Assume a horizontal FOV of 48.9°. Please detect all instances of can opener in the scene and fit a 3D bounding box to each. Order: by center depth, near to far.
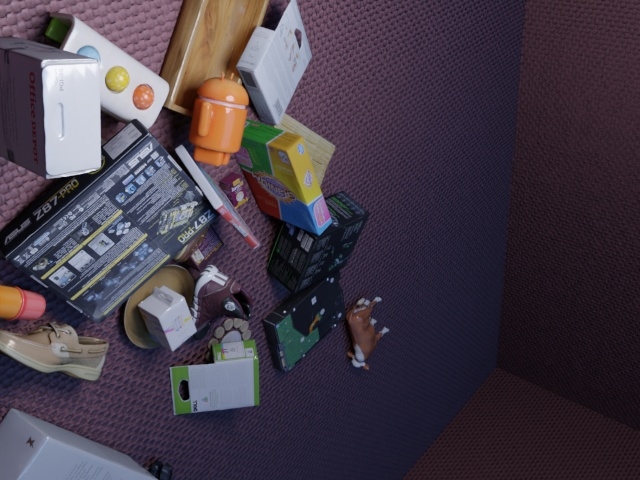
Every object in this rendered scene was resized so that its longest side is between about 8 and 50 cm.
[{"bbox_3d":[-0.492,0.727,2.070,0.059,0.073,0.186,-12,127,-59],"label":"can opener"}]

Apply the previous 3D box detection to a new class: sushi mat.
[{"bbox_3d":[-0.063,-0.272,2.141,0.316,0.019,0.151,23,90,-55],"label":"sushi mat"}]

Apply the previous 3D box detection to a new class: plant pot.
[{"bbox_3d":[-0.432,0.172,1.873,0.236,0.032,0.236,-31,131,-42],"label":"plant pot"}]

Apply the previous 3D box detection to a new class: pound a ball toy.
[{"bbox_3d":[-0.457,-0.303,1.492,0.319,0.136,0.208,32,82,-54],"label":"pound a ball toy"}]

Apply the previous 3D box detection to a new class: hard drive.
[{"bbox_3d":[-0.048,0.264,2.412,0.339,0.064,0.237,-42,137,-34],"label":"hard drive"}]

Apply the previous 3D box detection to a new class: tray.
[{"bbox_3d":[-0.256,-0.496,1.716,0.203,0.076,0.411,14,96,-55],"label":"tray"}]

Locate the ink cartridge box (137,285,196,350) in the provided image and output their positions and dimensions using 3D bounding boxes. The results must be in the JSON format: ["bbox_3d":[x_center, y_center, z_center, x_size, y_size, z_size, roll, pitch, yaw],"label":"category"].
[{"bbox_3d":[-0.398,0.195,1.821,0.090,0.092,0.143,-41,136,-33],"label":"ink cartridge box"}]

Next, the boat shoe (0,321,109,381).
[{"bbox_3d":[-0.613,0.236,1.599,0.110,0.122,0.341,-67,156,-10],"label":"boat shoe"}]

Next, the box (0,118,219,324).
[{"bbox_3d":[-0.458,-0.033,1.581,0.395,0.097,0.318,-43,139,-6],"label":"box"}]

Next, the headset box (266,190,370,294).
[{"bbox_3d":[0.000,0.000,2.209,0.283,0.131,0.246,-26,149,-43],"label":"headset box"}]

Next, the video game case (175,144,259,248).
[{"bbox_3d":[-0.254,-0.103,1.770,0.025,0.204,0.285,-36,156,-1],"label":"video game case"}]

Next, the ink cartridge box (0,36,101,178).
[{"bbox_3d":[-0.530,-0.250,1.292,0.117,0.283,0.207,-19,123,-48],"label":"ink cartridge box"}]

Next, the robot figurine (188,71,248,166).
[{"bbox_3d":[-0.241,-0.290,1.674,0.158,0.128,0.219,2,108,-38],"label":"robot figurine"}]

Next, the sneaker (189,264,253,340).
[{"bbox_3d":[-0.272,0.204,1.927,0.106,0.162,0.281,-60,171,-45],"label":"sneaker"}]

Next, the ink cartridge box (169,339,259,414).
[{"bbox_3d":[-0.314,0.407,2.098,0.255,0.097,0.189,-4,120,-11],"label":"ink cartridge box"}]

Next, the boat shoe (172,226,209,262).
[{"bbox_3d":[-0.317,-0.022,1.757,0.178,0.064,0.060,-55,148,-6],"label":"boat shoe"}]

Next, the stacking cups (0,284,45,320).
[{"bbox_3d":[-0.707,0.124,1.426,0.316,0.096,0.096,25,87,-57],"label":"stacking cups"}]

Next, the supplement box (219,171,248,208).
[{"bbox_3d":[-0.240,-0.138,1.954,0.055,0.043,0.083,-40,136,-33],"label":"supplement box"}]

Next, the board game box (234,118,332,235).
[{"bbox_3d":[-0.112,-0.175,1.933,0.064,0.242,0.316,-48,140,-25],"label":"board game box"}]

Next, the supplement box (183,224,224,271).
[{"bbox_3d":[-0.345,-0.021,1.841,0.104,0.081,0.188,-51,141,-23],"label":"supplement box"}]

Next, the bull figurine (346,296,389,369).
[{"bbox_3d":[0.175,0.356,2.732,0.188,0.101,0.310,-48,143,-33],"label":"bull figurine"}]

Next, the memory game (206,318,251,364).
[{"bbox_3d":[-0.282,0.321,2.171,0.186,0.012,0.186,-29,129,-43],"label":"memory game"}]

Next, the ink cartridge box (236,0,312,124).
[{"bbox_3d":[-0.116,-0.475,1.861,0.275,0.060,0.239,66,45,-68],"label":"ink cartridge box"}]

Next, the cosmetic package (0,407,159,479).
[{"bbox_3d":[-0.626,0.607,1.729,0.230,0.161,0.453,-57,144,-15],"label":"cosmetic package"}]
